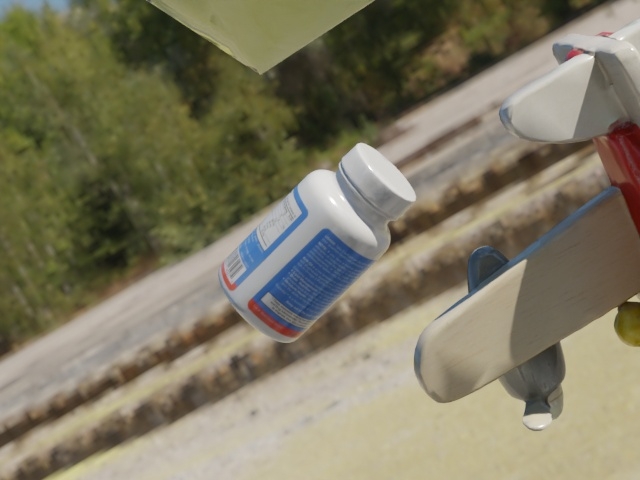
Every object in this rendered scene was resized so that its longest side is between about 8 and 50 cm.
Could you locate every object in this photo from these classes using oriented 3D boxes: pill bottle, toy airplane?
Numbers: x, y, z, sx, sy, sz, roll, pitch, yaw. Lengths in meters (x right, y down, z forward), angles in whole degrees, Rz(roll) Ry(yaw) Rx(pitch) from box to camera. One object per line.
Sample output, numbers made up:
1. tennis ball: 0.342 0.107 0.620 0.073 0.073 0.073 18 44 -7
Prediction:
1. pill bottle: 0.000 0.000 1.742 0.221 0.124 0.124 -44 0 17
2. toy airplane: 0.297 -0.007 1.289 0.386 0.384 0.272 13 -7 2

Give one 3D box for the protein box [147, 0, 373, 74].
1. protein box: -0.014 -0.237 0.940 0.201 0.136 0.200 -62 16 -16
